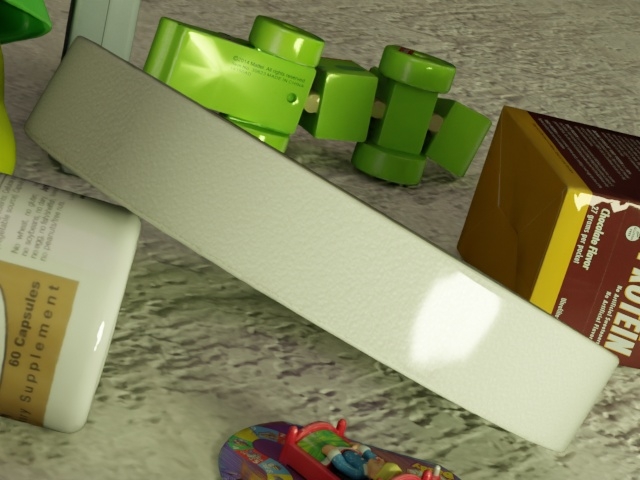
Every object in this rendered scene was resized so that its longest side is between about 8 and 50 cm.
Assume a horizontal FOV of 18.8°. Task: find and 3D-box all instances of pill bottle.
[{"bbox_3d":[-0.224,0.017,1.065,0.229,0.131,0.131,16,19,-4],"label":"pill bottle"}]

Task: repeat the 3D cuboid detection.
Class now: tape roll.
[{"bbox_3d":[0.000,0.000,1.188,0.392,0.072,0.392,31,2,-1],"label":"tape roll"}]

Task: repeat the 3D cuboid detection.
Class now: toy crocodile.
[{"bbox_3d":[0.003,-0.125,1.682,0.341,0.115,0.105,10,14,-26],"label":"toy crocodile"}]

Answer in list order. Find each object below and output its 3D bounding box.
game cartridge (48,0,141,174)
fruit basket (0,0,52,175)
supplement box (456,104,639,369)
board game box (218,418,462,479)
[{"bbox_3d":[-0.178,-0.191,1.578,0.062,0.198,0.297,14,20,-10],"label":"game cartridge"},{"bbox_3d":[-0.342,-0.156,1.300,0.283,0.392,0.392,-7,13,17],"label":"fruit basket"},{"bbox_3d":[0.234,0.003,1.495,0.194,0.129,0.191,12,20,-15],"label":"supplement box"},{"bbox_3d":[0.027,0.132,1.110,0.169,0.033,0.133,17,19,-3],"label":"board game box"}]
